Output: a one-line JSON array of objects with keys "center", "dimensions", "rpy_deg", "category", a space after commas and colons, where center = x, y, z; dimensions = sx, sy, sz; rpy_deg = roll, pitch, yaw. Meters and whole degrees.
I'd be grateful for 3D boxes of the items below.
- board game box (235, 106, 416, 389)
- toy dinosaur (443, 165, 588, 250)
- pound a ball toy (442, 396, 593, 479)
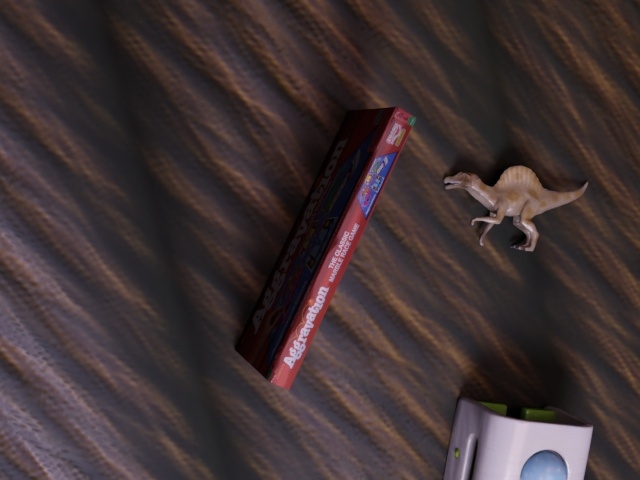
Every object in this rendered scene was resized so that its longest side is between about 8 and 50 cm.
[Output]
[{"center": [0.000, 0.000, 1.036], "dimensions": [0.027, 0.145, 0.281], "rpy_deg": [26, 87, -17], "category": "board game box"}, {"center": [0.226, -0.036, 1.156], "dimensions": [0.183, 0.053, 0.093], "rpy_deg": [4, 94, -19], "category": "toy dinosaur"}, {"center": [0.168, 0.339, 1.137], "dimensions": [0.208, 0.136, 0.319], "rpy_deg": [9, 93, -19], "category": "pound a ball toy"}]
